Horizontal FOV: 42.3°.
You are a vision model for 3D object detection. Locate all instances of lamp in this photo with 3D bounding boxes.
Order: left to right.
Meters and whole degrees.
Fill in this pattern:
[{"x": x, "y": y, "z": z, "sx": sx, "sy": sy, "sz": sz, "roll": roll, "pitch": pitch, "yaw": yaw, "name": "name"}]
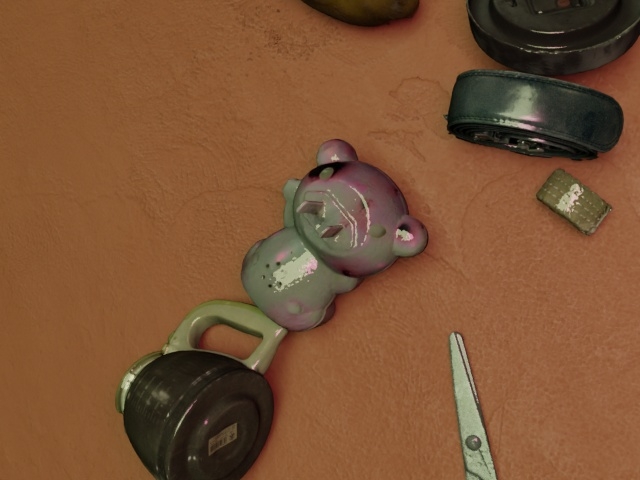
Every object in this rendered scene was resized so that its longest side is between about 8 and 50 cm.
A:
[{"x": 0.000, "y": 0.000, "z": 1.367, "sx": 0.301, "sy": 0.247, "sz": 0.247, "roll": -45, "pitch": 71, "yaw": 18, "name": "lamp"}]

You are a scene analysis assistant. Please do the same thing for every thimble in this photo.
[{"x": 0.401, "y": -0.061, "z": 1.313, "sx": 0.110, "sy": 0.084, "sz": 0.062, "roll": 38, "pitch": 100, "yaw": 5, "name": "thimble"}]

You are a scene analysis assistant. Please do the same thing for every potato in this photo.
[{"x": 0.024, "y": -0.496, "z": 1.413, "sx": 0.351, "sy": 0.202, "sz": 0.218, "roll": 42, "pitch": 129, "yaw": -4, "name": "potato"}]

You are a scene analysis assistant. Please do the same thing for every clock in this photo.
[{"x": 0.367, "y": -0.368, "z": 1.295, "sx": 0.280, "sy": 0.055, "sz": 0.281, "roll": -6, "pitch": 53, "yaw": 8, "name": "clock"}]

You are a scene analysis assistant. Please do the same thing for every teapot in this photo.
[{"x": -0.224, "y": 0.254, "z": 1.428, "sx": 0.239, "sy": 0.239, "sz": 0.322, "roll": 23, "pitch": 100, "yaw": 36, "name": "teapot"}]

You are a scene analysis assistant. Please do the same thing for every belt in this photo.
[{"x": 0.329, "y": -0.195, "z": 1.283, "sx": 0.267, "sy": 0.206, "sz": 0.116, "roll": 12, "pitch": 89, "yaw": 17, "name": "belt"}]

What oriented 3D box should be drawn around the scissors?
[{"x": 0.260, "y": 0.371, "z": 1.354, "sx": 0.192, "sy": 0.029, "sz": 0.447, "roll": -12, "pitch": 82, "yaw": 17, "name": "scissors"}]
